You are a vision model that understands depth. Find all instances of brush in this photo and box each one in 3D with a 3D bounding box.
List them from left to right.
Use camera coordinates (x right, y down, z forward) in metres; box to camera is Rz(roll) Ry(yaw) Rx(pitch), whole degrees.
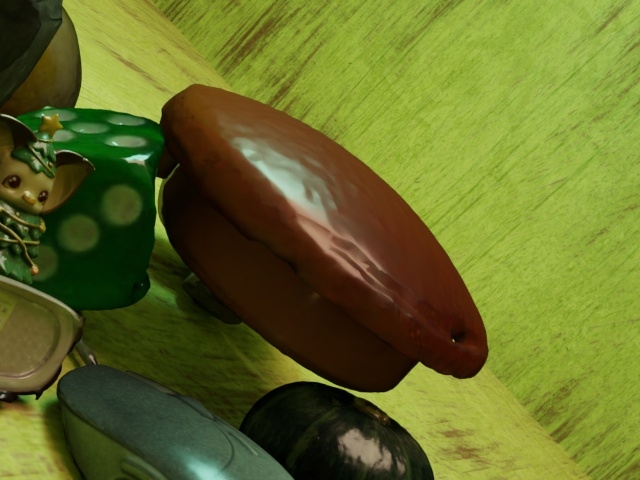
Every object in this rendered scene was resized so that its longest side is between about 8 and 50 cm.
[{"bbox_3d":[-0.260,0.024,0.501,0.067,0.072,0.313,20,-6,35],"label":"brush"}]

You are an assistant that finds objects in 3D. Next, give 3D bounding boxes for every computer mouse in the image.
[{"bbox_3d":[-0.082,0.154,0.613,0.379,0.090,0.167,48,8,31],"label":"computer mouse"}]

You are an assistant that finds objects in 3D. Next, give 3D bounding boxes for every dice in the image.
[{"bbox_3d":[-0.184,-0.027,0.712,0.120,0.128,0.131,4,23,-12],"label":"dice"}]

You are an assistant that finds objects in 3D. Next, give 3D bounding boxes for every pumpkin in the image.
[{"bbox_3d":[0.009,0.183,0.751,0.167,0.125,0.167,34,13,-9],"label":"pumpkin"}]

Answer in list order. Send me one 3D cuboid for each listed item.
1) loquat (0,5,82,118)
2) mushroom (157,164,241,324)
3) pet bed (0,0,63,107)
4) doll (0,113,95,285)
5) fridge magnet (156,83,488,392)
[{"bbox_3d":[-0.293,-0.152,0.769,0.179,0.179,0.227,48,18,20],"label":"loquat"},{"bbox_3d":[-0.083,0.009,1.065,0.254,0.195,0.189,37,-23,-10],"label":"mushroom"},{"bbox_3d":[-0.280,-0.119,0.550,0.183,0.211,0.159,44,12,-8],"label":"pet bed"},{"bbox_3d":[-0.207,-0.030,0.614,0.077,0.113,0.078,-2,-25,44],"label":"doll"},{"bbox_3d":[0.000,0.000,0.838,0.363,0.155,0.363,39,10,-8],"label":"fridge magnet"}]
